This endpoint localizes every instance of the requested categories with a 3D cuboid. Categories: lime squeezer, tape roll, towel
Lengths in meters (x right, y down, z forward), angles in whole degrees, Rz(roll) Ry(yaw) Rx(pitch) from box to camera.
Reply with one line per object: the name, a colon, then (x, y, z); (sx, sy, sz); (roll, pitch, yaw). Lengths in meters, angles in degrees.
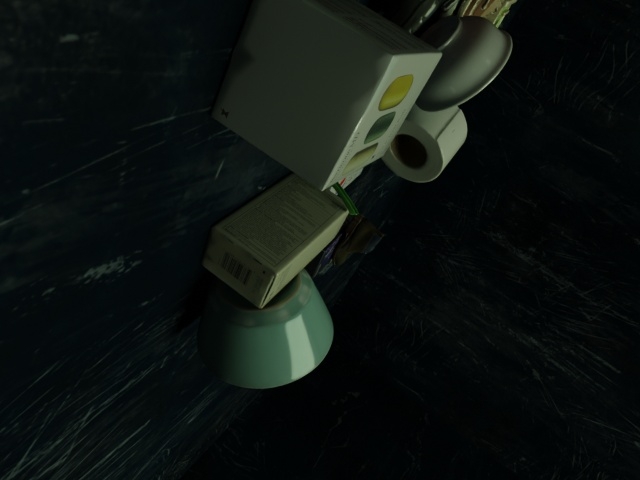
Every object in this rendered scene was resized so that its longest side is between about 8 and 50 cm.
lime squeezer: (0.015, -0.205, 1.102); (0.059, 0.110, 0.310); (-21, 114, -43)
tape roll: (0.320, -0.331, 1.664); (0.169, 0.246, 0.246); (-50, 168, -29)
towel: (0.350, -0.629, 1.505); (0.113, 0.023, 0.152); (-46, 168, -31)

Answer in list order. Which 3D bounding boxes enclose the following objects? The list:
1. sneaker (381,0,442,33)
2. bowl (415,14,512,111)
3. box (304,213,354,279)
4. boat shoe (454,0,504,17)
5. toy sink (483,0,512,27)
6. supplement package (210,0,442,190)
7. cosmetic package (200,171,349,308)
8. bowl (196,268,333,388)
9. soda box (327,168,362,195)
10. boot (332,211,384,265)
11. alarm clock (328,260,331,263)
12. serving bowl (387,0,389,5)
sneaker: (0.187, -0.497, 0.933); (0.341, 0.140, 0.125); (-46, -172, 39)
bowl: (0.343, -0.499, 1.397); (0.298, 0.134, 0.297); (-32, -144, 28)
box: (0.000, 0.000, 1.634); (0.207, 0.108, 0.153); (-46, 167, -42)
boat shoe: (0.469, -0.694, 1.496); (0.324, 0.116, 0.123); (113, -2, -48)
toy sink: (0.518, -0.729, 1.621); (0.153, 0.131, 0.234); (-44, 164, -49)
supplement package: (0.019, -0.231, 0.765); (0.199, 0.198, 0.263); (-61, 168, 29)
cosmetic package: (-0.083, -0.016, 1.090); (0.309, 0.160, 0.113); (-41, 164, -49)
bowl: (-0.125, 0.146, 1.138); (0.311, 0.312, 0.163); (-46, 147, -41)
soda box: (0.044, -0.179, 1.391); (0.216, 0.069, 0.074); (-45, 165, -46)
boot: (0.112, 0.024, 1.607); (0.082, 0.106, 0.219); (-44, 164, -45)
alarm clock: (0.087, 0.003, 2.142); (0.192, 0.064, 0.129); (-57, 169, 24)
serving bowl: (0.159, -0.490, 1.054); (0.083, 0.027, 0.083); (-52, 170, -14)
